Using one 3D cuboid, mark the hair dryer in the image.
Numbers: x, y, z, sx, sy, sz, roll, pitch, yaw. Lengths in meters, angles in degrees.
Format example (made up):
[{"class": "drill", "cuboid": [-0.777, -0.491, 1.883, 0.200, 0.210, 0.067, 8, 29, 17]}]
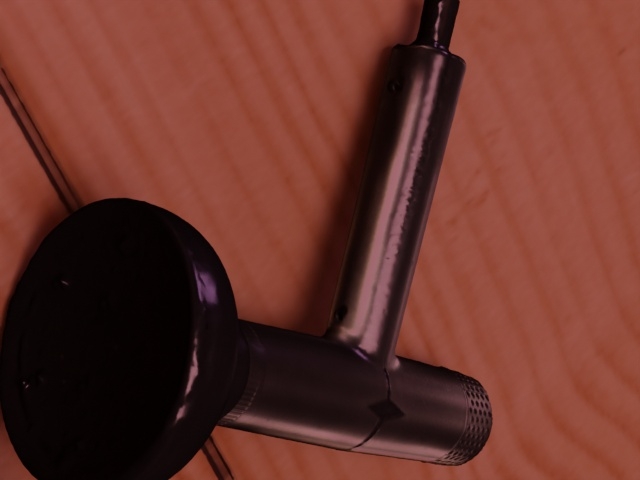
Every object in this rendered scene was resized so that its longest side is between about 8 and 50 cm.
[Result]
[{"class": "hair dryer", "cuboid": [-0.022, -0.002, 0.930, 0.320, 0.155, 0.284, 4, 79, -48]}]
